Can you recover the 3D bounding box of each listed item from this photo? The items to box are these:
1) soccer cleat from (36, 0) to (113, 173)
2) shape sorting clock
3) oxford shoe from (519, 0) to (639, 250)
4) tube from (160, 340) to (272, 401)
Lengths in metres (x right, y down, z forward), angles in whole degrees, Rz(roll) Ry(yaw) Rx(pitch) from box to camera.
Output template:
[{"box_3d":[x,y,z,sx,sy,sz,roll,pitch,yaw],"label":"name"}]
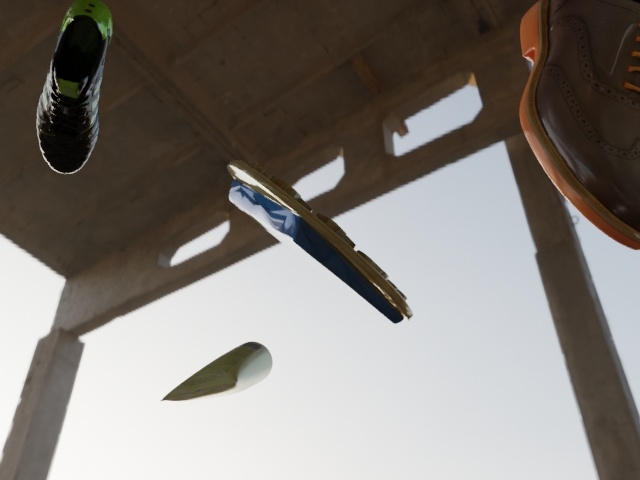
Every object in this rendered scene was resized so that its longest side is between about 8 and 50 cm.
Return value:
[{"box_3d":[-0.236,-0.139,0.669,0.060,0.072,0.179,14,-64,-14],"label":"soccer cleat"},{"box_3d":[0.000,0.000,0.615,0.206,0.206,0.040,40,-95,-35],"label":"shape sorting clock"},{"box_3d":[0.280,-0.156,0.686,0.130,0.364,0.133,22,-42,-23],"label":"oxford shoe"},{"box_3d":[-0.119,0.174,0.912,0.062,0.240,0.070,34,-87,9],"label":"tube"}]
